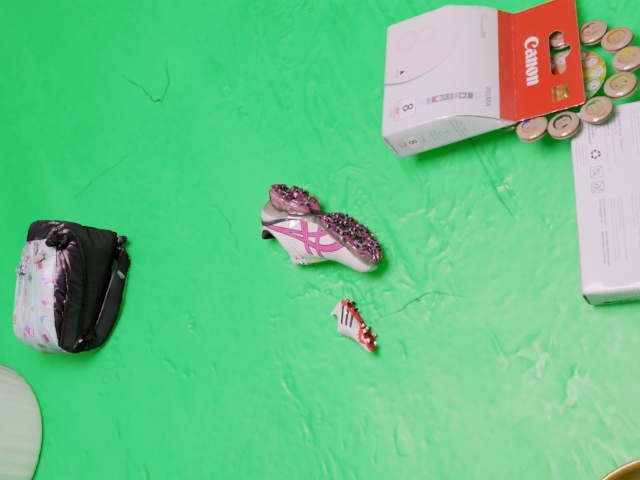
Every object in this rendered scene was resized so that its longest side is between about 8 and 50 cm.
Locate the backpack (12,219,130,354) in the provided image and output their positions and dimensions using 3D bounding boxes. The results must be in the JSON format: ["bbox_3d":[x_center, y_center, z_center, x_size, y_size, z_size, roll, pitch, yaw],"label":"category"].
[{"bbox_3d":[-0.354,0.069,1.253,0.115,0.152,0.181,0,83,34],"label":"backpack"}]

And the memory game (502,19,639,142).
[{"bbox_3d":[0.283,-0.189,1.044,0.186,0.012,0.186,-21,45,23],"label":"memory game"}]

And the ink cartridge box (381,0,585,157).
[{"bbox_3d":[0.189,-0.214,1.082,0.232,0.066,0.189,-17,50,31],"label":"ink cartridge box"}]

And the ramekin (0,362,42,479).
[{"bbox_3d":[-0.524,0.283,1.253,0.277,0.135,0.277,-10,67,25],"label":"ramekin"}]

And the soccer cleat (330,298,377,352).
[{"bbox_3d":[0.040,0.108,1.082,0.035,0.029,0.083,-44,53,17],"label":"soccer cleat"}]

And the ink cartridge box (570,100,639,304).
[{"bbox_3d":[0.383,-0.052,0.944,0.224,0.045,0.223,-9,65,27],"label":"ink cartridge box"}]

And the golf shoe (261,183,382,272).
[{"bbox_3d":[0.000,0.000,1.131,0.186,0.067,0.085,33,115,33],"label":"golf shoe"}]

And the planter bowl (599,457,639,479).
[{"bbox_3d":[0.334,0.305,0.805,0.217,0.090,0.217,-10,66,24],"label":"planter bowl"}]
